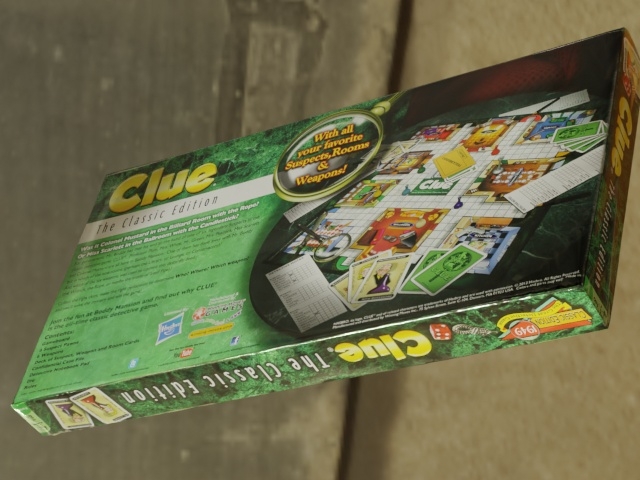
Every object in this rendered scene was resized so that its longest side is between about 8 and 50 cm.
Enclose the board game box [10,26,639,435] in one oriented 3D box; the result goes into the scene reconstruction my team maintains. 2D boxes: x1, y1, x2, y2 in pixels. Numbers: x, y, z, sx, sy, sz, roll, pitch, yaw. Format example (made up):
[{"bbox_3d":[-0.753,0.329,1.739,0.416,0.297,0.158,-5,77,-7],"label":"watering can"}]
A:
[{"bbox_3d":[0.000,0.000,0.677,0.259,0.136,0.030,-13,134,31],"label":"board game box"}]
